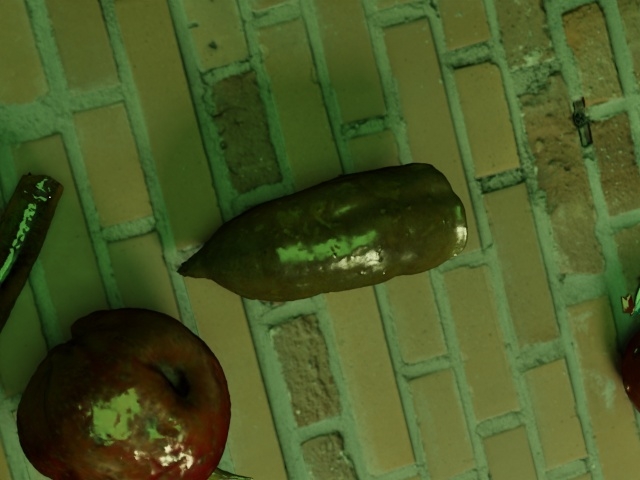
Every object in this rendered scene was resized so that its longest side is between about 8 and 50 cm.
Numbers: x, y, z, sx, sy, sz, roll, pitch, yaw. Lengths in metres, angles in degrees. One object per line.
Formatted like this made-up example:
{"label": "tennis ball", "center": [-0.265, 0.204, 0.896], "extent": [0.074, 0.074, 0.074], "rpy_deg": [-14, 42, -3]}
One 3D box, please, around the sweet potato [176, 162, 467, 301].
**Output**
{"label": "sweet potato", "center": [0.000, 0.000, 1.441], "extent": [0.370, 0.158, 0.157], "rpy_deg": [-16, 97, -13]}

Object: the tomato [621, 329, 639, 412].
{"label": "tomato", "center": [0.517, 0.196, 1.582], "extent": [0.167, 0.167, 0.167], "rpy_deg": [-1, 94, -13]}

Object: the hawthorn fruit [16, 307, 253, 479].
{"label": "hawthorn fruit", "center": [-0.234, 0.210, 1.359], "extent": [0.258, 0.258, 0.261], "rpy_deg": [-20, 118, -11]}

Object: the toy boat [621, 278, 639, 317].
{"label": "toy boat", "center": [0.512, 0.058, 1.634], "extent": [0.149, 0.034, 0.105], "rpy_deg": [-1, 97, -1]}

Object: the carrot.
{"label": "carrot", "center": [-0.399, 0.035, 1.391], "extent": [0.070, 0.070, 0.260], "rpy_deg": [26, 87, -14]}
